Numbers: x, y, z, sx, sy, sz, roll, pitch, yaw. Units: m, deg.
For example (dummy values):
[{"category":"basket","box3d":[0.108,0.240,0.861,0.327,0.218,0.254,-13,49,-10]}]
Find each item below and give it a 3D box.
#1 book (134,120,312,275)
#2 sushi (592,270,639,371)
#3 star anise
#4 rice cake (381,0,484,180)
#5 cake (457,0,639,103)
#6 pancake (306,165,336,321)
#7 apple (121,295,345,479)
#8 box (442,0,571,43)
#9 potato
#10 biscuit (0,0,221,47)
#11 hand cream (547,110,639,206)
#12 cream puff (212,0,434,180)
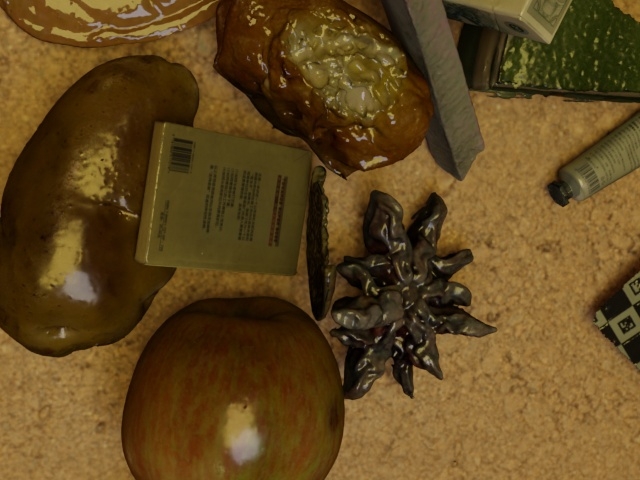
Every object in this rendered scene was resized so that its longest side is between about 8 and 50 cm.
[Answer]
[{"category":"book","box3d":[-0.105,-0.044,1.100,0.231,0.026,0.161,7,92,-46]},{"category":"sushi","box3d":[0.494,0.103,1.311,0.193,0.040,0.210,-44,107,4]},{"category":"star anise","box3d":[0.104,0.070,1.171,0.212,0.129,0.282,33,71,-24]},{"category":"rice cake","box3d":[0.125,-0.210,1.089,0.056,0.073,0.365,-38,136,-10]},{"category":"cake","box3d":[0.323,-0.256,1.160,0.284,0.158,0.172,3,96,-14]},{"category":"pancake","box3d":[0.000,0.000,1.118,0.020,0.184,0.190,0,81,-6]},{"category":"apple","box3d":[-0.098,0.181,1.091,0.265,0.264,0.264,-2,99,-12]},{"category":"box","box3d":[0.182,-0.332,1.070,0.069,0.256,0.164,24,94,-45]},{"category":"potato","box3d":[-0.248,-0.038,1.076,0.196,0.176,0.369,20,90,8]},{"category":"biscuit","box3d":[-0.225,-0.409,1.070,0.385,0.062,0.365,-32,103,-6]},{"category":"hand cream","box3d":[0.404,-0.121,1.258,0.234,0.050,0.080,-32,103,-10]},{"category":"cream puff","box3d":[0.005,-0.183,1.059,0.269,0.241,0.155,38,88,19]}]
